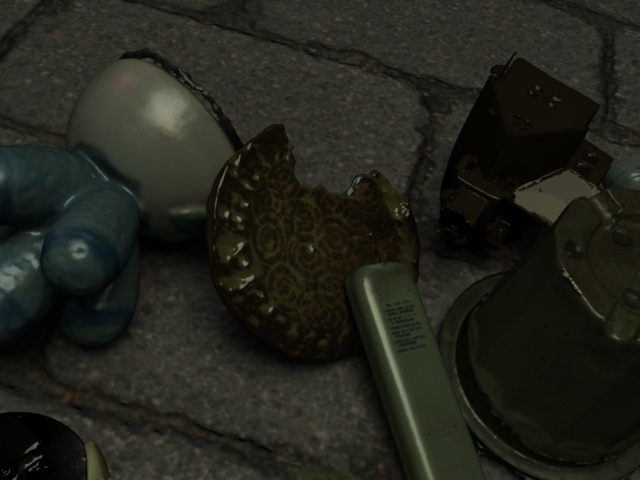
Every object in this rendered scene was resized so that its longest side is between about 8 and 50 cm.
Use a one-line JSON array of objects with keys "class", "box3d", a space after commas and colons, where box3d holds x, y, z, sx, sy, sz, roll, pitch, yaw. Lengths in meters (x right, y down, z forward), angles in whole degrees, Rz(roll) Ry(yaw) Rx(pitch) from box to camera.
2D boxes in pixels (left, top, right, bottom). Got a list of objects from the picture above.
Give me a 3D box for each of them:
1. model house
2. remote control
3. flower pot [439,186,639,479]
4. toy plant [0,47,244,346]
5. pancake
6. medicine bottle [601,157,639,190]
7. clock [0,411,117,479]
[{"class": "model house", "box3d": [0.242, -0.068, 0.827, 0.204, 0.211, 0.243, 34, 51, 16]}, {"class": "remote control", "box3d": [0.108, 0.164, 0.709, 0.090, 0.038, 0.309, -8, 69, -29]}, {"class": "flower pot", "box3d": [0.293, 0.091, 0.697, 0.290, 0.259, 0.290, 5, 53, -6]}, {"class": "toy plant", "box3d": [-0.260, -0.023, 0.710, 0.247, 0.247, 0.332, 32, 58, 13]}, {"class": "pancake", "box3d": [0.000, 0.000, 0.756, 0.288, 0.033, 0.286, -29, 100, -34]}, {"class": "medicine bottle", "box3d": [0.470, -0.014, 0.906, 0.090, 0.090, 0.216, -5, 55, -14]}, {"class": "clock", "box3d": [-0.315, 0.318, 0.520, 0.276, 0.120, 0.379, 35, 56, 21]}]
